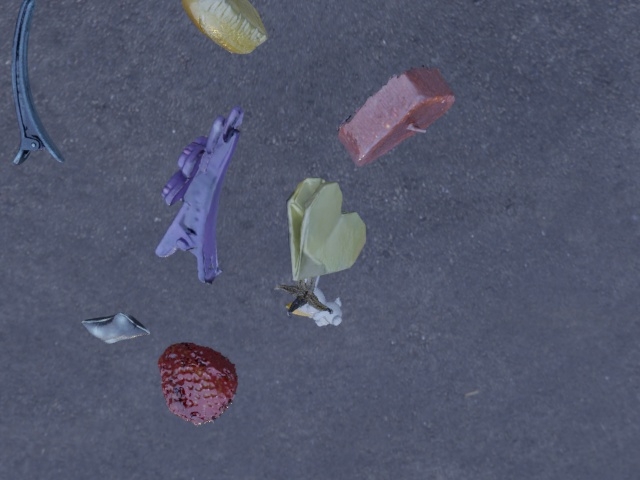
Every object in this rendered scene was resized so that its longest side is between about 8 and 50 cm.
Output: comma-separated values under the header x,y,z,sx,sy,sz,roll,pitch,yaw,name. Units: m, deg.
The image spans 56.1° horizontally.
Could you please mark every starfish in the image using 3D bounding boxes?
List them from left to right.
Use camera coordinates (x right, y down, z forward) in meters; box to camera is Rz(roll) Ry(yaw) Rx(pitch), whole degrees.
x,y,z,sx,sy,sz,roll,pitch,yaw,name
-0.029,0.122,1.291,0.130,0.133,0.041,39,155,4,starfish

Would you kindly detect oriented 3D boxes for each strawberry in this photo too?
x,y,z,sx,sy,sz,roll,pitch,yaw,name
-0.134,0.152,0.656,0.096,0.083,0.083,36,120,9,strawberry

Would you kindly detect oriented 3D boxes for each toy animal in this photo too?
x,y,z,sx,sy,sz,roll,pitch,yaw,name
-0.022,0.155,1.687,0.181,0.127,0.131,49,151,-23,toy animal

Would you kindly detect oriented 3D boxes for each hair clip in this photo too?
x,y,z,sx,sy,sz,roll,pitch,yaw,name
-0.494,-0.266,1.015,0.083,0.048,0.275,-4,101,-4,hair clip
-0.177,-0.061,0.854,0.090,0.137,0.278,23,123,13,hair clip

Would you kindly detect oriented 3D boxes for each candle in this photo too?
x,y,z,sx,sy,sz,roll,pitch,yaw,name
0.208,-0.316,1.484,0.317,0.287,0.131,-34,82,-12,candle

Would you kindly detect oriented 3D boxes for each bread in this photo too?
x,y,z,sx,sy,sz,roll,pitch,yaw,name
-0.215,-0.501,1.339,0.106,0.139,0.236,-33,160,17,bread

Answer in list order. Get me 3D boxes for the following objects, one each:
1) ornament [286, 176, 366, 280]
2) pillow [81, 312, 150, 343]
x,y,z,sx,sy,sz,roll,pitch,yaw,name
0.000,0.000,1.081,0.059,0.180,0.201,16,157,39,ornament
-0.451,0.194,1.322,0.136,0.055,0.091,-11,113,28,pillow
